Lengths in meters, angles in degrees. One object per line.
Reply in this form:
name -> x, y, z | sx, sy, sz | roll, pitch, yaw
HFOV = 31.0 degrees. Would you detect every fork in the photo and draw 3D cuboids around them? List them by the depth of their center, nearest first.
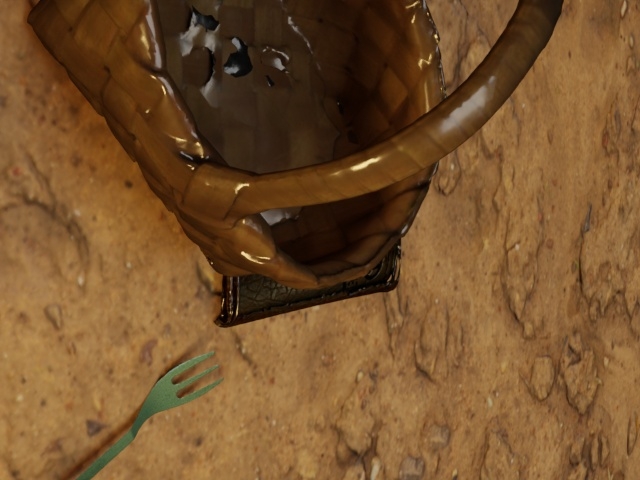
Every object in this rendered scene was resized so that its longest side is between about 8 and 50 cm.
fork -> -0.164, 0.161, 0.907 | 0.235, 0.021, 0.039 | -39, 122, -38

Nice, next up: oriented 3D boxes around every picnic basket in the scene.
picnic basket -> 0.014, -0.126, 0.807 | 0.293, 0.337, 0.337 | -56, 136, -28

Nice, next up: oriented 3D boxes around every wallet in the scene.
wallet -> 0.000, 0.000, 1.059 | 0.243, 0.039, 0.133 | -8, 106, -50
